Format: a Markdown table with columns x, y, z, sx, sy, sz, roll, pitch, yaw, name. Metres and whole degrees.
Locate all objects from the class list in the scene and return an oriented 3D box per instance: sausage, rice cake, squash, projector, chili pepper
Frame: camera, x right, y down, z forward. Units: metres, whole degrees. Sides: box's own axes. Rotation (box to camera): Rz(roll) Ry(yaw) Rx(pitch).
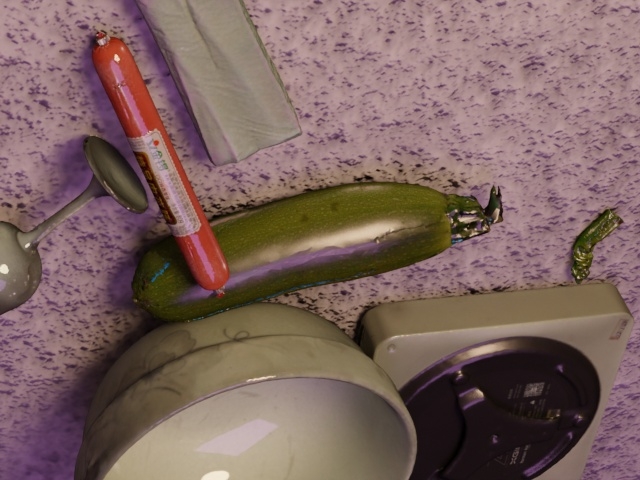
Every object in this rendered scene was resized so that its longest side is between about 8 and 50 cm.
| x | y | z | sx | sy | sz | roll | pitch | yaw | name |
| --- | --- | --- | --- | --- | --- | --- | --- | --- | --- |
| -0.124 | -0.056 | 1.526 | 0.034 | 0.034 | 0.253 | -22 | 118 | 3 | sausage |
| -0.083 | -0.145 | 1.491 | 0.080 | 0.042 | 0.222 | -19 | 138 | 6 | rice cake |
| 0.000 | 0.001 | 1.639 | 0.331 | 0.087 | 0.087 | -12 | 137 | -7 | squash |
| 0.153 | 0.161 | 1.859 | 0.259 | 0.079 | 0.257 | -6 | 134 | -17 | projector |
| 0.248 | 0.005 | 1.777 | 0.027 | 0.022 | 0.083 | 10 | 126 | -26 | chili pepper |

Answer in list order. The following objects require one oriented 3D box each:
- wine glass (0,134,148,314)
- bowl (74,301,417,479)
| x | y | z | sx | sy | sz | roll | pitch | yaw | name |
| --- | --- | --- | --- | --- | --- | --- | --- | --- | --- |
| -0.236 | 0.000 | 1.557 | 0.195 | 0.079 | 0.079 | -36 | 135 | 16 | wine glass |
| -0.078 | 0.170 | 1.725 | 0.307 | 0.163 | 0.307 | -10 | 136 | -10 | bowl |
